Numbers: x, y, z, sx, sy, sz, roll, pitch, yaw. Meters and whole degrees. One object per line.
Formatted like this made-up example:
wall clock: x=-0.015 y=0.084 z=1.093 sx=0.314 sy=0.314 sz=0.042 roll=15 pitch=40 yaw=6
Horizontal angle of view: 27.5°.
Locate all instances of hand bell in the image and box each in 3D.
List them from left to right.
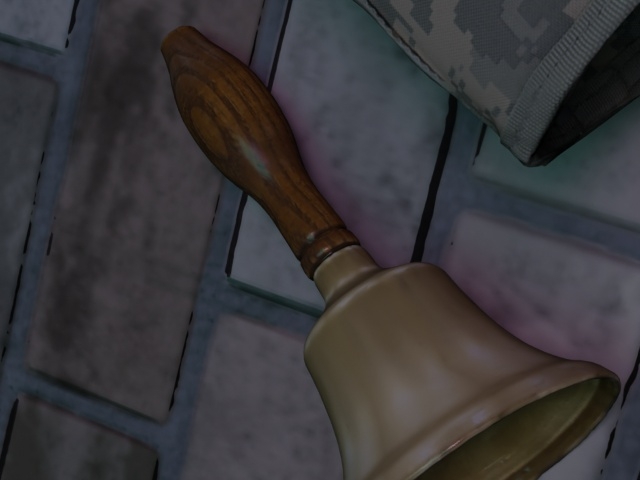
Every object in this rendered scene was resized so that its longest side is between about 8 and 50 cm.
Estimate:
hand bell: x=0.000 y=0.000 z=0.542 sx=0.126 sy=0.126 sz=0.242 roll=-45 pitch=63 yaw=21

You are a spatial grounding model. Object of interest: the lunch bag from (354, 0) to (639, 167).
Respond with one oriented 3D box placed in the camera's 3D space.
lunch bag: x=0.088 y=-0.197 z=0.431 sx=0.287 sy=0.169 sz=0.235 roll=-45 pitch=77 yaw=16
